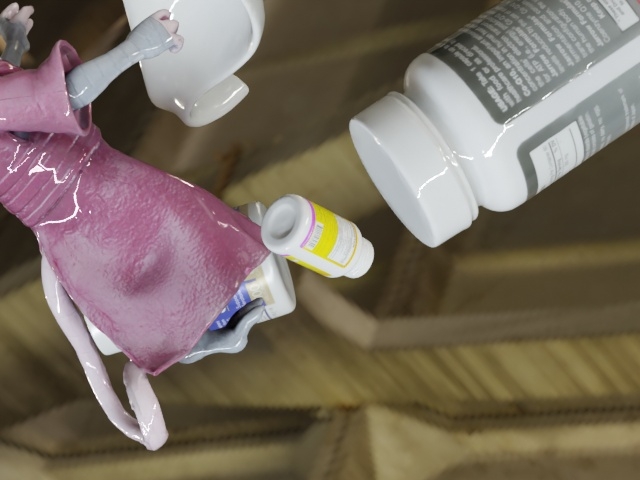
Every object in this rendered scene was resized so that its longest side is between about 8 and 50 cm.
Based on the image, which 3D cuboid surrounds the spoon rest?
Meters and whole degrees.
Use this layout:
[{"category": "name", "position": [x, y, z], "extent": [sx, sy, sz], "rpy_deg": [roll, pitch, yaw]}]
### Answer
[{"category": "spoon rest", "position": [-0.103, -0.164, 1.368], "extent": [0.084, 0.137, 0.276], "rpy_deg": [-55, 168, -17]}]

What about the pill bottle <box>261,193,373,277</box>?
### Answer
[{"category": "pill bottle", "position": [0.000, 0.000, 1.199], "extent": [0.043, 0.083, 0.043], "rpy_deg": [-19, -120, 36]}]

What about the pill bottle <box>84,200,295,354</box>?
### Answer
[{"category": "pill bottle", "position": [-0.127, 0.042, 1.611], "extent": [0.187, 0.112, 0.112], "rpy_deg": [-18, -153, 5]}]

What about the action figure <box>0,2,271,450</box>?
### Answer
[{"category": "action figure", "position": [-0.216, -0.051, 1.325], "extent": [0.275, 0.370, 0.248], "rpy_deg": [-58, -161, -15]}]

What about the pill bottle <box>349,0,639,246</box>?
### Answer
[{"category": "pill bottle", "position": [0.176, -0.128, 1.510], "extent": [0.283, 0.161, 0.161], "rpy_deg": [-34, -158, -8]}]
